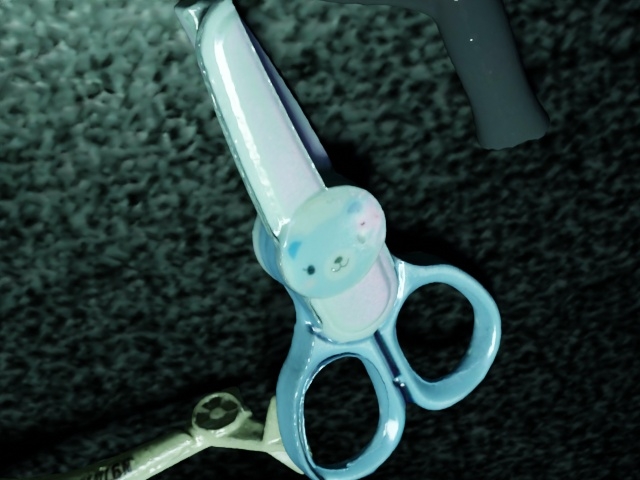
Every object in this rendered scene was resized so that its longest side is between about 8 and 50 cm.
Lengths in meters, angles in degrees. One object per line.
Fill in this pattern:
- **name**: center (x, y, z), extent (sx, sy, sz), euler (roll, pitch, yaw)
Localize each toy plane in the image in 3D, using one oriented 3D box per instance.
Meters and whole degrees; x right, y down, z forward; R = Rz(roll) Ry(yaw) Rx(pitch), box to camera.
- **toy plane**: center (-0.146, 0.137, 0.643), extent (0.286, 0.108, 0.092), euler (-25, 131, -8)

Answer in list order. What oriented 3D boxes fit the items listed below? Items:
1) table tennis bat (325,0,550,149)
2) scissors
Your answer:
- **table tennis bat**: center (0.042, -0.126, 0.505), extent (0.150, 0.027, 0.236), euler (-23, 130, 7)
- **scissors**: center (0.000, 0.000, 0.584), extent (0.125, 0.030, 0.256), euler (-39, 127, -15)
